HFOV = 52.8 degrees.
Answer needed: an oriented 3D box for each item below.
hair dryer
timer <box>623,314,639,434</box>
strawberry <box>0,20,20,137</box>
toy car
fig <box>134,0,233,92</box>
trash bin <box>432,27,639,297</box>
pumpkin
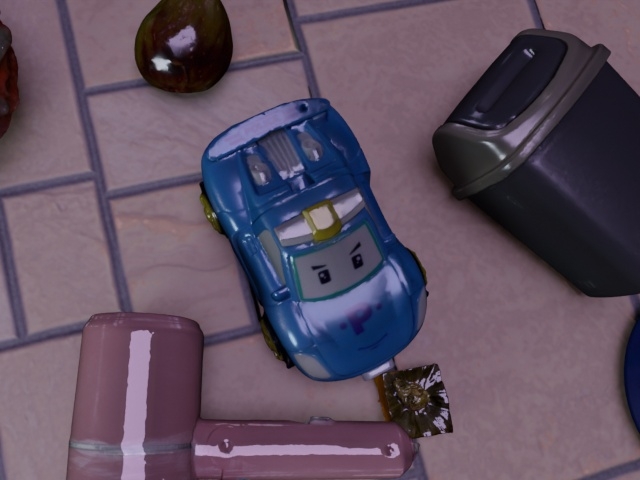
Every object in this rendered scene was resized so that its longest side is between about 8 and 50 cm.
[{"bbox_3d":[-0.069,0.189,0.659,0.352,0.125,0.210,3,76,-9],"label":"hair dryer"},{"bbox_3d":[0.524,0.141,0.626,0.270,0.383,0.270,2,78,-9],"label":"timer"},{"bbox_3d":[-0.471,-0.196,0.678,0.336,0.149,0.265,37,82,11],"label":"strawberry"},{"bbox_3d":[0.000,0.000,0.692,0.198,0.166,0.314,-25,83,-9],"label":"toy car"},{"bbox_3d":[-0.154,-0.248,0.750,0.109,0.103,0.155,10,84,-29],"label":"fig"},{"bbox_3d":[0.288,-0.087,0.747,0.290,0.182,0.209,41,74,-4],"label":"trash bin"},{"bbox_3d":[0.105,0.180,0.723,0.074,0.054,0.083,-8,75,-15],"label":"pumpkin"}]
